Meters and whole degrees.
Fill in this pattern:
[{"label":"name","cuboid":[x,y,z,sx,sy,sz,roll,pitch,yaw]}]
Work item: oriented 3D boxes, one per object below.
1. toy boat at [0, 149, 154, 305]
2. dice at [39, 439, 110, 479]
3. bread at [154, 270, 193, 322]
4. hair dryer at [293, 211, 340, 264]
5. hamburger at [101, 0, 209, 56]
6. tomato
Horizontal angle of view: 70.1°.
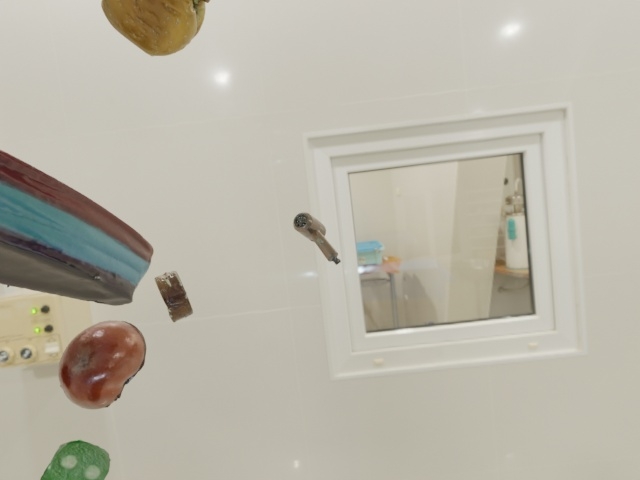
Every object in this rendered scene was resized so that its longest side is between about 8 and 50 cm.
[{"label":"toy boat","cuboid":[-0.307,-0.029,0.368,0.136,0.079,0.392,-31,-39,25]},{"label":"dice","cuboid":[-0.536,0.522,0.977,0.120,0.128,0.131,28,24,-13]},{"label":"bread","cuboid":[-0.455,0.170,1.419,0.073,0.160,0.160,-24,11,-17]},{"label":"hair dryer","cuboid":[0.000,0.000,1.318,0.064,0.181,0.117,-43,-29,7]},{"label":"hamburger","cuboid":[-0.245,-0.351,0.677,0.138,0.083,0.147,33,-41,-24]},{"label":"tomato","cuboid":[-0.557,0.292,1.118,0.199,0.228,0.112,28,-16,17]}]
